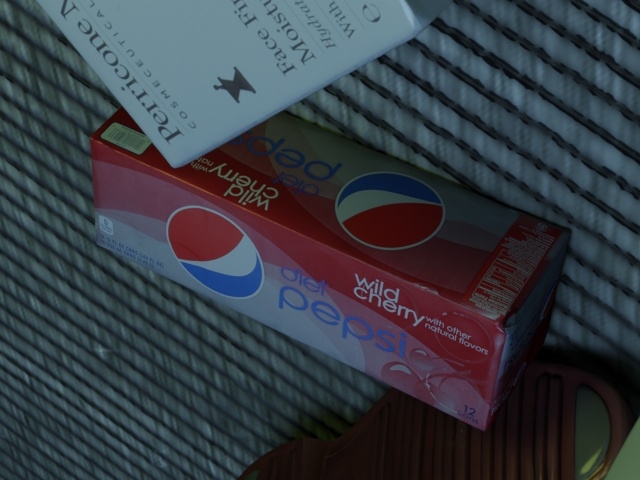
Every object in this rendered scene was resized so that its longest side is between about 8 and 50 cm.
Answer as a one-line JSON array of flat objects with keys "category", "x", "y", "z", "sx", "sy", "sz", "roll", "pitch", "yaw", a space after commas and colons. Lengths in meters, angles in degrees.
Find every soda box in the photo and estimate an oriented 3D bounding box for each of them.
[{"category": "soda box", "x": 0.000, "y": 0.000, "z": 0.862, "sx": 0.263, "sy": 0.083, "sz": 0.092, "roll": 24, "pitch": 138, "yaw": 19}]

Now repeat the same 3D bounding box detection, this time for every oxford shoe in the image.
[{"category": "oxford shoe", "x": 0.080, "y": 0.163, "z": 0.958, "sx": 0.130, "sy": 0.123, "sz": 0.348, "roll": 29, "pitch": 147, "yaw": -30}]

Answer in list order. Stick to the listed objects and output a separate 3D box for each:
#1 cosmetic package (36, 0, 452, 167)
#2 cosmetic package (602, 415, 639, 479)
[{"category": "cosmetic package", "x": -0.021, "y": -0.154, "z": 0.677, "sx": 0.151, "sy": 0.151, "sz": 0.183, "roll": 51, "pitch": 140, "yaw": -12}, {"category": "cosmetic package", "x": 0.334, "y": 0.206, "z": 0.676, "sx": 0.161, "sy": 0.230, "sz": 0.453, "roll": -22, "pitch": 111, "yaw": 48}]
